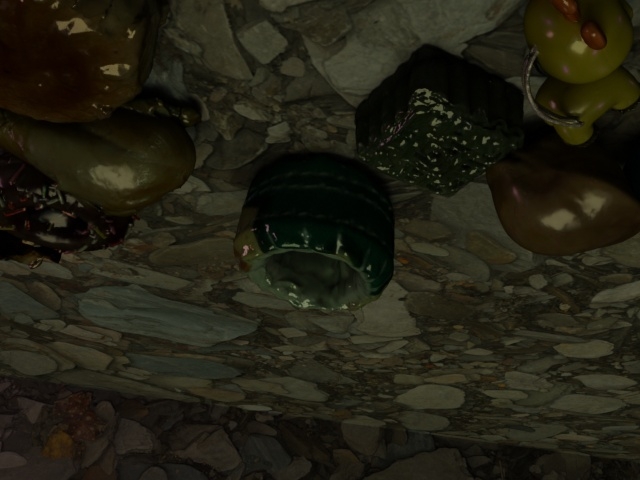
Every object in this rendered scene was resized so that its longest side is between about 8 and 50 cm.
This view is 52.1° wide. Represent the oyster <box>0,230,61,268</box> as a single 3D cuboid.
[{"bbox_3d":[-0.678,-0.012,1.234,0.361,0.096,0.221,9,165,21],"label":"oyster"}]

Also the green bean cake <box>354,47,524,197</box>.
[{"bbox_3d":[0.152,-0.142,0.857,0.173,0.094,0.181,20,148,-24],"label":"green bean cake"}]

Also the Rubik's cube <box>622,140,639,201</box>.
[{"bbox_3d":[0.490,-0.081,0.781,0.255,0.254,0.254,5,152,2],"label":"Rubik's cube"}]

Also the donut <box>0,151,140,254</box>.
[{"bbox_3d":[-0.448,-0.061,1.121,0.270,0.103,0.269,3,151,2],"label":"donut"}]

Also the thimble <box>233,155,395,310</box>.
[{"bbox_3d":[0.000,0.000,1.077,0.254,0.167,0.288,-11,147,31],"label":"thimble"}]

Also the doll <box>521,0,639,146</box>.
[{"bbox_3d":[0.265,-0.205,0.694,0.135,0.143,0.221,-38,143,15],"label":"doll"}]

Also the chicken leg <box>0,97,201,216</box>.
[{"bbox_3d":[-0.389,-0.152,0.921,0.430,0.152,0.201,17,139,-5],"label":"chicken leg"}]

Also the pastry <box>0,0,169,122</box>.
[{"bbox_3d":[-0.326,-0.241,0.719,0.330,0.136,0.329,5,154,3],"label":"pastry"}]

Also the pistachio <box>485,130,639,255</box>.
[{"bbox_3d":[0.344,-0.047,0.927,0.213,0.162,0.260,31,177,29],"label":"pistachio"}]
